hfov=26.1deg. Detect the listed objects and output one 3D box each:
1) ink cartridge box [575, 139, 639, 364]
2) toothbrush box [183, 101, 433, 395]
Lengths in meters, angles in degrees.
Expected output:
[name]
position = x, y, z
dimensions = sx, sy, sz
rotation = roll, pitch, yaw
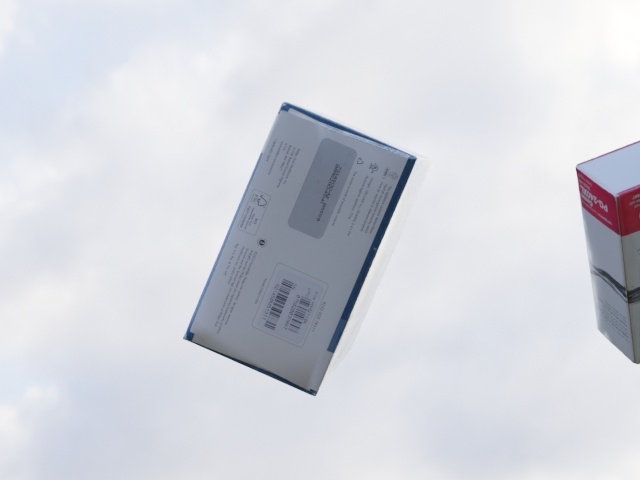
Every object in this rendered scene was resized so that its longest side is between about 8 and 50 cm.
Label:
[ink cartridge box]
position = 0.258, 0.002, 1.026
dimensions = 0.109, 0.063, 0.150
rotation = -21, -59, -13
[toothbrush box]
position = 0.000, 0.000, 1.249
dimensions = 0.126, 0.216, 0.295
rotation = 23, 5, 4
